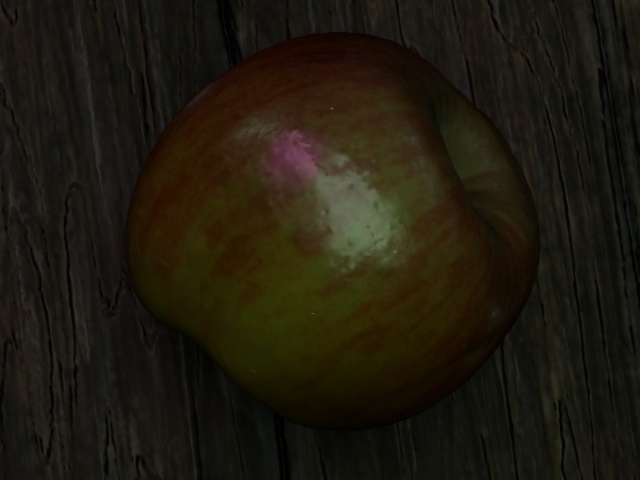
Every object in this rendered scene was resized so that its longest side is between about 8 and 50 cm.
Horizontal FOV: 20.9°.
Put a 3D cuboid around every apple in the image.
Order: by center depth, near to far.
[{"bbox_3d":[0.000,0.000,1.261,0.302,0.301,0.301,1,83,-7],"label":"apple"}]
